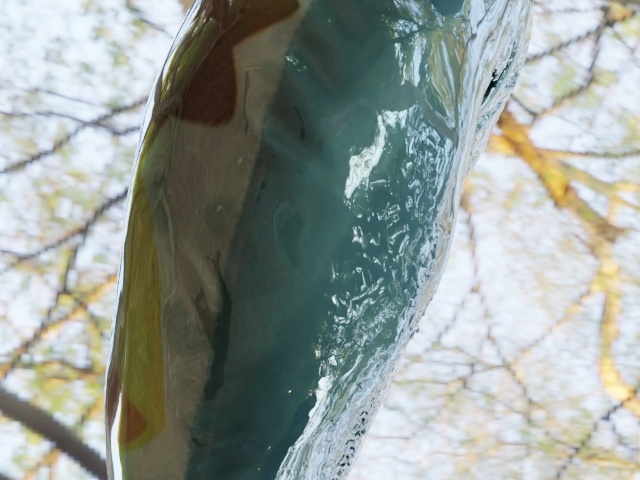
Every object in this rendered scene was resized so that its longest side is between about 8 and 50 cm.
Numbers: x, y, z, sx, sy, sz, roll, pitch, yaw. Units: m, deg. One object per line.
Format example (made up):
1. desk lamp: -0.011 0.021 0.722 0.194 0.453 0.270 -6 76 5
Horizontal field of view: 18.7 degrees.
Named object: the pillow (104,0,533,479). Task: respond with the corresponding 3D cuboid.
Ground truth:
1. pillow: 0.000 0.000 0.537 0.086 0.233 0.214 13 -56 6
